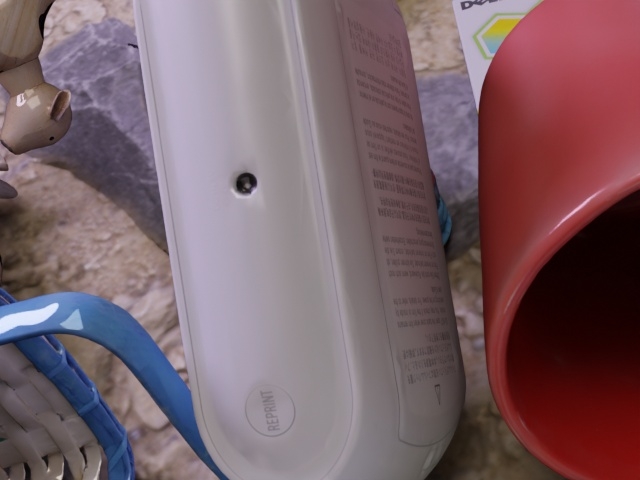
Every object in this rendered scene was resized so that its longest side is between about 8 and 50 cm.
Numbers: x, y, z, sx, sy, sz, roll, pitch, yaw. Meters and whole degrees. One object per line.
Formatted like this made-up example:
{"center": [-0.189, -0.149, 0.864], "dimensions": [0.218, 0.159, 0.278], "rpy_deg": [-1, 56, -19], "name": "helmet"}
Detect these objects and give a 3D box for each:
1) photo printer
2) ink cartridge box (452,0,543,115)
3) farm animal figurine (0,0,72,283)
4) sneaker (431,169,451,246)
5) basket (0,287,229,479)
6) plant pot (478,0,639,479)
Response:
{"center": [0.000, 0.000, 0.820], "dimensions": [0.107, 0.256, 0.308], "rpy_deg": [-11, 86, 17], "name": "photo printer"}
{"center": [0.163, -0.141, 1.080], "dimensions": [0.109, 0.062, 0.209], "rpy_deg": [-12, 49, 7], "name": "ink cartridge box"}
{"center": [-0.281, -0.054, 1.043], "dimensions": [0.330, 0.172, 0.327], "rpy_deg": [-42, 40, 32], "name": "farm animal figurine"}
{"center": [-0.017, -0.081, 1.040], "dimensions": [0.262, 0.125, 0.104], "rpy_deg": [25, 59, 30], "name": "sneaker"}
{"center": [-0.182, 0.130, 0.831], "dimensions": [0.289, 0.255, 0.201], "rpy_deg": [-7, 47, 25], "name": "basket"}
{"center": [0.211, -0.023, 0.856], "dimensions": [0.275, 0.275, 0.243], "rpy_deg": [-14, 40, 4], "name": "plant pot"}
